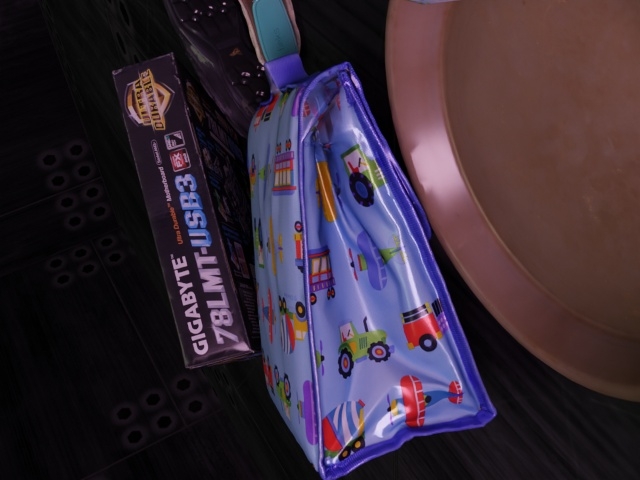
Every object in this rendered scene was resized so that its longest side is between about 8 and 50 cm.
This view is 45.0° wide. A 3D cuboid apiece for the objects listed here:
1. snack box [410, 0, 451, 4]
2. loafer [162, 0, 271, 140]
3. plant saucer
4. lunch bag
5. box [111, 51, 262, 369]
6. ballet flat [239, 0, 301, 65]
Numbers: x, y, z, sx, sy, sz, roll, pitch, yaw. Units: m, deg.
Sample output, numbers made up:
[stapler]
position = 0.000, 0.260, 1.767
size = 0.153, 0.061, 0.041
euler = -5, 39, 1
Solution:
[snack box]
position = 0.065, -0.177, 0.325
size = 0.100, 0.037, 0.141
euler = 26, 111, 61
[loafer]
position = -0.105, -0.192, 0.814
size = 0.223, 0.076, 0.078
euler = 57, 153, 13
[plant saucer]
position = 0.124, -0.047, 0.413
size = 0.277, 0.041, 0.277
euler = 54, 159, 33
[lunch bag]
position = 0.000, 0.000, 0.616
size = 0.221, 0.138, 0.293
euler = -165, 59, -76
[box]
position = -0.113, -0.014, 0.843
size = 0.295, 0.074, 0.293
euler = 50, -157, -82
[ballet flat]
position = -0.055, -0.226, 0.669
size = 0.052, 0.057, 0.168
euler = -119, 16, -47
